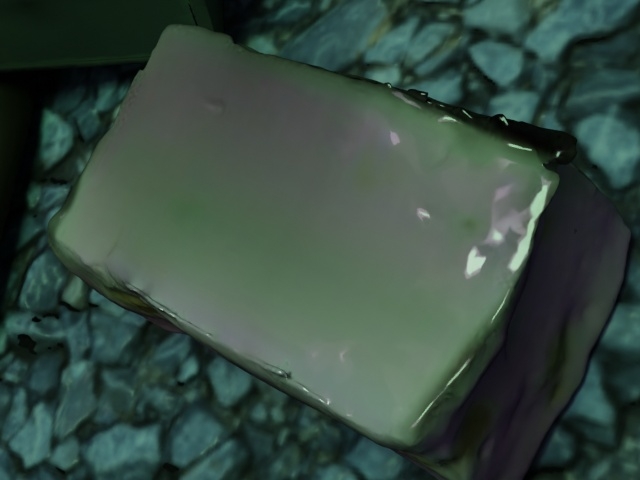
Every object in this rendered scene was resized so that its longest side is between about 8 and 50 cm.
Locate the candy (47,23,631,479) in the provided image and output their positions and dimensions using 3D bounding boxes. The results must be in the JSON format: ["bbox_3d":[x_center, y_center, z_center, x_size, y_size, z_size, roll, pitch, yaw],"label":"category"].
[{"bbox_3d":[0.000,0.000,0.537,0.265,0.116,0.155,23,83,35],"label":"candy"}]

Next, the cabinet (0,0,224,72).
[{"bbox_3d":[-0.172,-0.205,0.665,0.206,0.145,0.150,-4,67,4],"label":"cabinet"}]

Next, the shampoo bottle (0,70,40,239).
[{"bbox_3d":[-0.271,0.007,0.713,0.126,0.084,0.350,1,70,28],"label":"shampoo bottle"}]
